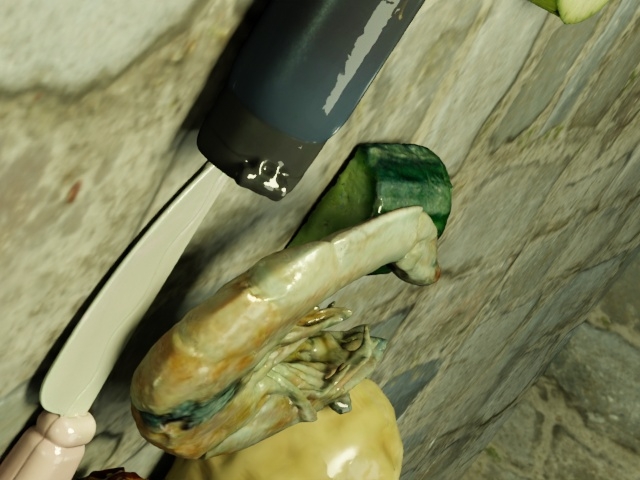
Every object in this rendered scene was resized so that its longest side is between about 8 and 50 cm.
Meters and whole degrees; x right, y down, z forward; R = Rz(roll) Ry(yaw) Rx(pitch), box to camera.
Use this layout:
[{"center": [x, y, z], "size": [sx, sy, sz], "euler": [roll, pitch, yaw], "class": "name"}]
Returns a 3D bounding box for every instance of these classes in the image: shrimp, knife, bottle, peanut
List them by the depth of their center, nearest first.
[{"center": [0.015, -0.132, 0.958], "size": [0.072, 0.082, 0.244], "euler": [21, 114, -28], "class": "bottle"}, {"center": [-0.151, 0.085, 1.101], "size": [0.081, 0.043, 0.336], "euler": [-6, 128, -62], "class": "knife"}, {"center": [-0.006, 0.062, 1.234], "size": [0.247, 0.085, 0.360], "euler": [-42, 163, 13], "class": "shrimp"}, {"center": [-0.068, 0.251, 1.482], "size": [0.387, 0.169, 0.192], "euler": [-53, 167, 27], "class": "peanut"}]

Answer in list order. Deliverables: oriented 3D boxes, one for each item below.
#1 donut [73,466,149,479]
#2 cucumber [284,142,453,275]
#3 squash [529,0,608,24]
[{"center": [-0.140, 0.272, 1.262], "size": [0.230, 0.096, 0.216], "euler": [23, 83, -44], "class": "donut"}, {"center": [0.040, -0.013, 1.332], "size": [0.116, 0.062, 0.115], "euler": [-55, 154, 19], "class": "cucumber"}, {"center": [0.228, -0.266, 1.336], "size": [0.219, 0.041, 0.219], "euler": [-47, 161, -21], "class": "squash"}]
